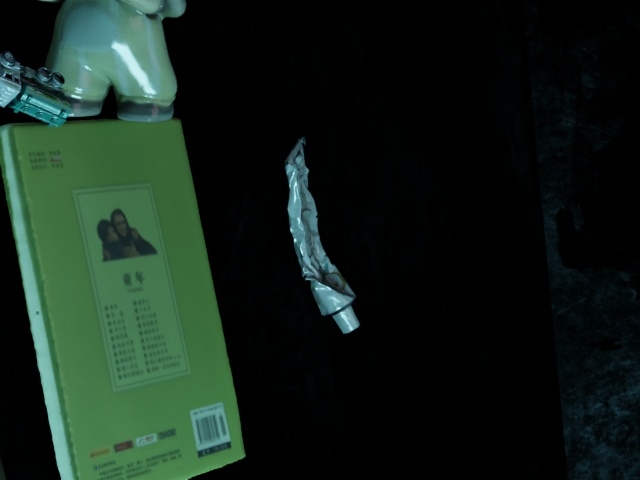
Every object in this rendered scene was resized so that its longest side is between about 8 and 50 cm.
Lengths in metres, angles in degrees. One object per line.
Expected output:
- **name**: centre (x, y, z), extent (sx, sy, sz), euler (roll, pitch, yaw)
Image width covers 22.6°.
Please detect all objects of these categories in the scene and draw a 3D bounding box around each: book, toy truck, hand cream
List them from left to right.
- **toy truck**: centre (-0.263, -0.132, 1.425), extent (0.083, 0.039, 0.044), euler (23, 43, -40)
- **book**: centre (-0.180, 0.059, 1.512), extent (0.239, 0.035, 0.352), euler (-8, 85, -53)
- **hand cream**: centre (-0.003, 0.001, 2.051), extent (0.084, 0.050, 0.257), euler (-52, 127, -61)

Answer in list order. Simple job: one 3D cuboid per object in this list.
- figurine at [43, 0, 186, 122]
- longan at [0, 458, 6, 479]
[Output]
- **figurine**: centre (-0.179, -0.301, 1.485), extent (0.203, 0.248, 0.381), euler (-15, 112, -76)
- **longan**: centre (-0.338, 0.193, 0.856), extent (0.404, 0.336, 0.404), euler (-162, -90, -82)
